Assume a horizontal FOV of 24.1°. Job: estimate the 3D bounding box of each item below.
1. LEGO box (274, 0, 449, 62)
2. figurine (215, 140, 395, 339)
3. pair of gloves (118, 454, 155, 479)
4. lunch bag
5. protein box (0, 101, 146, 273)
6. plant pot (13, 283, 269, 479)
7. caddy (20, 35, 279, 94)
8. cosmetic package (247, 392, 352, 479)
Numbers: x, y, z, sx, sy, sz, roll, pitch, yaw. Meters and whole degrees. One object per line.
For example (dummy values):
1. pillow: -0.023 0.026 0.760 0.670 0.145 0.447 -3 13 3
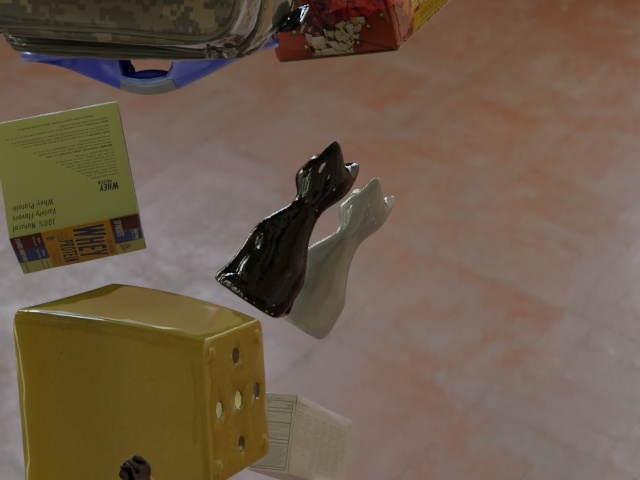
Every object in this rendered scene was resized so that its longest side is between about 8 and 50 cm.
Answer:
1. LEGO box: 0.076 -0.516 2.158 0.193 0.372 0.500 -2 25 25
2. figurine: 0.000 0.000 1.787 0.092 0.215 0.209 33 90 27
3. pair of gloves: -0.159 0.219 1.226 0.010 0.074 0.083 16 69 23
4. lunch bag: -0.172 -0.272 1.380 0.305 0.212 0.256 4 4 8
5. protein box: -0.390 -0.082 2.334 0.200 0.136 0.201 -12 66 -6
6. plant pot: -0.165 0.159 1.510 0.187 0.212 0.212 -1 6 20
7. caddy: -0.213 -0.268 1.834 0.341 0.179 0.241 2 10 36
8. cosmetic package: -0.024 0.259 1.907 0.060 0.239 0.098 4 77 19
